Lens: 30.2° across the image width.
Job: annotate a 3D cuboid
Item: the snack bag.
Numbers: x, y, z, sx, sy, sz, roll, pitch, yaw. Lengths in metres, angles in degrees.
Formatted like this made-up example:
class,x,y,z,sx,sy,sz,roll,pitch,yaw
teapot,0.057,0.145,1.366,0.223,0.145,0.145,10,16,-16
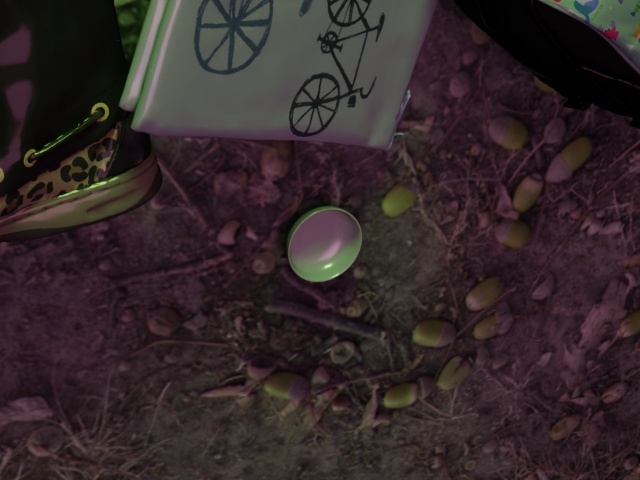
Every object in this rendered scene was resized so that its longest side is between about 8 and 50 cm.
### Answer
class,x,y,z,sx,sy,sz,roll,pitch,yaw
snack bag,0.002,-0.238,1.041,0.342,0.037,0.323,-1,115,-48

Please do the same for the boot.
class,x,y,z,sx,sy,sz,roll,pitch,yaw
boot,-0.311,-0.124,0.925,0.377,0.138,0.284,-15,122,-24

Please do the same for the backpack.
class,x,y,z,sx,sy,sz,roll,pitch,yaw
backpack,0.237,-0.236,1.091,0.253,0.225,0.191,22,97,-37

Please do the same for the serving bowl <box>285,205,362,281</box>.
class,x,y,z,sx,sy,sz,roll,pitch,yaw
serving bowl,0.000,0.000,1.217,0.083,0.027,0.083,-11,119,-21
